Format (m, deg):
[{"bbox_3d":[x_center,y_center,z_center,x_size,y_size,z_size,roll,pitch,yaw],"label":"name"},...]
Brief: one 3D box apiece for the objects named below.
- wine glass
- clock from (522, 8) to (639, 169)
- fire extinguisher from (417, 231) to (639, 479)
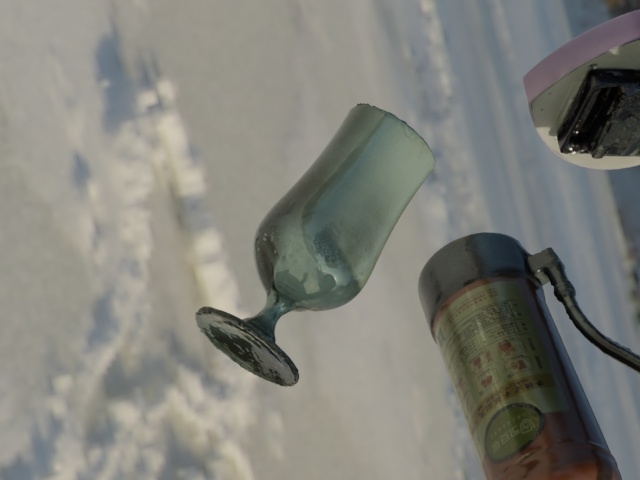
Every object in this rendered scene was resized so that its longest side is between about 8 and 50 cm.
[{"bbox_3d":[0.000,0.000,1.571,0.231,0.103,0.103,-56,147,-21],"label":"wine glass"},{"bbox_3d":[0.264,-0.122,1.676,0.198,0.172,0.064,110,-27,-52],"label":"clock"},{"bbox_3d":[0.204,0.141,1.671,0.113,0.200,0.376,21,37,-34],"label":"fire extinguisher"}]
